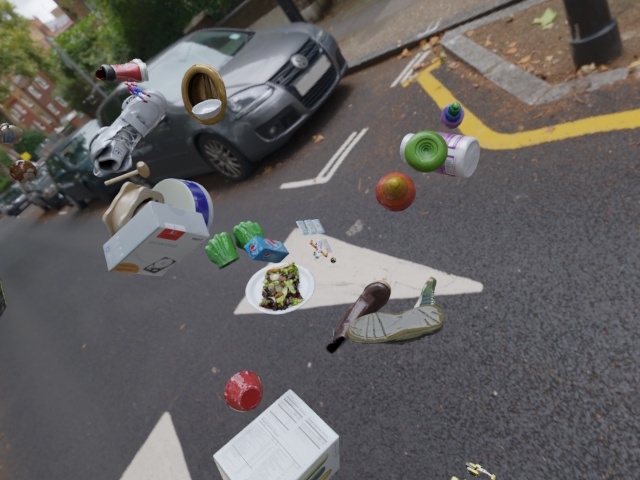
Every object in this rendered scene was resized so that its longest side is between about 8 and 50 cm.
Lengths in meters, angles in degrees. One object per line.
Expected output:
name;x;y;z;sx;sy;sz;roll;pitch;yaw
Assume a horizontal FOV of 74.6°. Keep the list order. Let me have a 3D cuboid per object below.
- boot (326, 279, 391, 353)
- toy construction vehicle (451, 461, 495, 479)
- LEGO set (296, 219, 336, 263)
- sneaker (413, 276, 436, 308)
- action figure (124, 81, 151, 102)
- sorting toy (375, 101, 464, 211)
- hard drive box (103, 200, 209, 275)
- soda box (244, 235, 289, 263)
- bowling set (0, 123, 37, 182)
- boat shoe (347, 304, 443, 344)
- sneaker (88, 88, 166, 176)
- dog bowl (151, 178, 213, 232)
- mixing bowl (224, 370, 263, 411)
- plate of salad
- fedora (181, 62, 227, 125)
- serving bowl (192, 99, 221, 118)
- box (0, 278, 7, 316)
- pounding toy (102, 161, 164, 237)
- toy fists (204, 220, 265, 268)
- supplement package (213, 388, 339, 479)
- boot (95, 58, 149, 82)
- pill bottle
boot;0.127;0.255;1.377;0.248;0.090;0.207;-52;-3;39
toy construction vehicle;0.417;0.656;1.153;0.098;0.035;0.085;13;40;44
LEGO set;0.000;0.000;2.030;0.060;0.245;0.182;-33;-14;31
sneaker;0.453;0.253;1.738;0.086;0.064;0.192;31;100;40
action figure;-0.630;-0.511;1.432;0.115;0.030;0.038;36;103;19
sorting toy;0.290;-0.250;1.203;0.366;0.127;0.126;-53;-11;3
hard drive box;-0.470;0.002;1.206;0.232;0.181;0.089;-36;65;23
soda box;-0.213;0.040;1.700;0.071;0.210;0.067;-42;69;13
bowling set;-0.728;-0.203;0.905;0.287;0.199;0.154;-56;17;8
boat shoe;0.177;0.210;0.977;0.223;0.074;0.080;-14;41;13
sneaker;-0.697;-0.379;1.527;0.365;0.137;0.210;-36;46;11
dog bowl;-0.552;-0.104;1.633;0.264;0.104;0.266;-1;88;26
mixing bowl;-0.326;0.681;1.858;0.181;0.181;0.098;-52;22;-17
plate of salad;-0.114;0.124;1.185;0.199;0.048;0.200;-3;40;3
fedora;-0.373;-0.487;1.401;0.194;0.195;0.079;-23;13;30
serving bowl;-0.316;-0.365;1.183;0.083;0.027;0.084;-7;44;7
box;-0.844;0.177;1.030;0.184;0.045;0.191;-96;24;-43
pounding toy;-0.662;-0.130;1.470;0.154;0.154;0.270;18;69;15
toy fists;-0.385;0.012;1.907;0.279;0.142;0.096;-29;-6;-23
supplement package;-0.107;0.596;1.128;0.262;0.200;0.198;-33;48;-31
boot;-0.773;-0.647;1.616;0.176;0.089;0.244;-14;26;-25
pill bottle;0.494;-0.368;1.765;0.301;0.169;0.169;22;66;39
